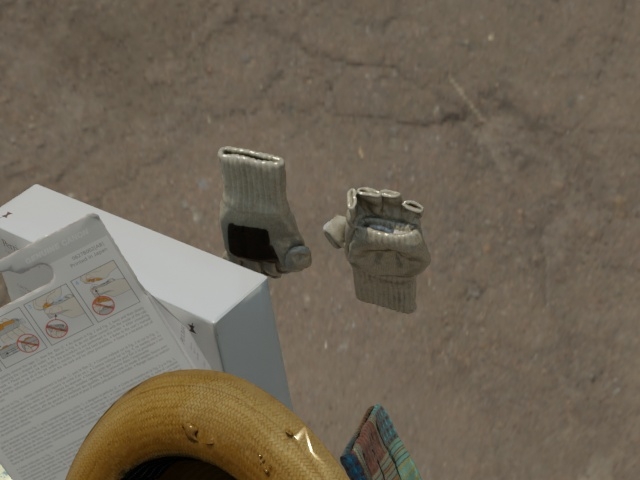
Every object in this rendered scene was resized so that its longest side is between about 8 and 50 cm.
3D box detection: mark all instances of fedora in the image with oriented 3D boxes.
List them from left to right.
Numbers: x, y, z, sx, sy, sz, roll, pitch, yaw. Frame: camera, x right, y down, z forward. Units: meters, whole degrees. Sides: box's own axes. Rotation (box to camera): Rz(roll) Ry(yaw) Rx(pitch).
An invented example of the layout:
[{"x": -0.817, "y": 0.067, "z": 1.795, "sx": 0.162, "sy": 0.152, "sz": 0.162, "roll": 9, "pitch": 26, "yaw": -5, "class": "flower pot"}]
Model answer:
[{"x": -0.026, "y": 0.145, "z": 0.462, "sx": 0.079, "sy": 0.194, "sz": 0.194, "roll": 4, "pitch": 45, "yaw": -52, "class": "fedora"}]

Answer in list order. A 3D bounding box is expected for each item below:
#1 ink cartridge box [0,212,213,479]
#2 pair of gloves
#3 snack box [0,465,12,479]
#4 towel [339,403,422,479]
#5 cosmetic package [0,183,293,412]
[{"x": -0.199, "y": 0.099, "z": 0.946, "sx": 0.181, "sy": 0.224, "sz": 0.056, "roll": -27, "pitch": 21, "yaw": 4, "class": "ink cartridge box"}, {"x": 0.000, "y": 0.000, "z": 1.262, "sx": 0.240, "sy": 0.204, "sz": 0.042, "roll": 17, "pitch": 56, "yaw": 7, "class": "pair of gloves"}, {"x": -0.512, "y": 0.338, "z": 1.541, "sx": 0.322, "sy": 0.060, "sz": 0.187, "roll": -39, "pitch": 57, "yaw": -23, "class": "snack box"}, {"x": 0.147, "y": 0.424, "z": 1.659, "sx": 0.040, "sy": 0.271, "sz": 0.370, "roll": -28, "pitch": 91, "yaw": 12, "class": "towel"}, {"x": -0.206, "y": 0.118, "z": 1.368, "sx": 0.377, "sy": 0.284, "sz": 0.097, "roll": 21, "pitch": 47, "yaw": 34, "class": "cosmetic package"}]
